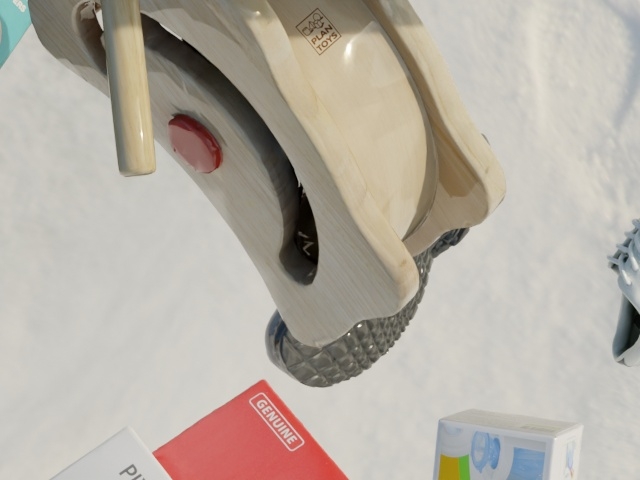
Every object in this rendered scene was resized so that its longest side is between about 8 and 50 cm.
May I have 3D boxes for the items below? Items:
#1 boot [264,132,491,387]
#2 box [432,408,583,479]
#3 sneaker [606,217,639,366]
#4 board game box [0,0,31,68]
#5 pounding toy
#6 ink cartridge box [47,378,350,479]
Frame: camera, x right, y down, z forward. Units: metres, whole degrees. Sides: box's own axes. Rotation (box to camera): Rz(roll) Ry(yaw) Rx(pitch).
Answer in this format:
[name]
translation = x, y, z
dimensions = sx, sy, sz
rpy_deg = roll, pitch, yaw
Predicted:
[boot]
translation = 0.000, 0.000, 1.632
dimensions = 0.223, 0.118, 0.338
rpy_deg = 13, 44, 36
[box]
translation = 0.164, 0.264, 1.540
dimensions = 0.114, 0.103, 0.203
rpy_deg = 6, 93, 23
[sneaker]
translation = 0.311, 0.014, 1.541
dimensions = 0.091, 0.094, 0.258
rpy_deg = -8, 119, -8
[board game box]
translation = -0.298, -0.061, 0.731
dimensions = 0.079, 0.254, 0.336
rpy_deg = 17, 69, 40
[pounding toy]
translation = -0.057, -0.059, 0.695
dimensions = 0.155, 0.269, 0.154
rpy_deg = -44, 27, -29
[ink cartridge box]
translation = -0.069, 0.259, 1.298
dimensions = 0.261, 0.066, 0.296
rpy_deg = -34, 59, -17
